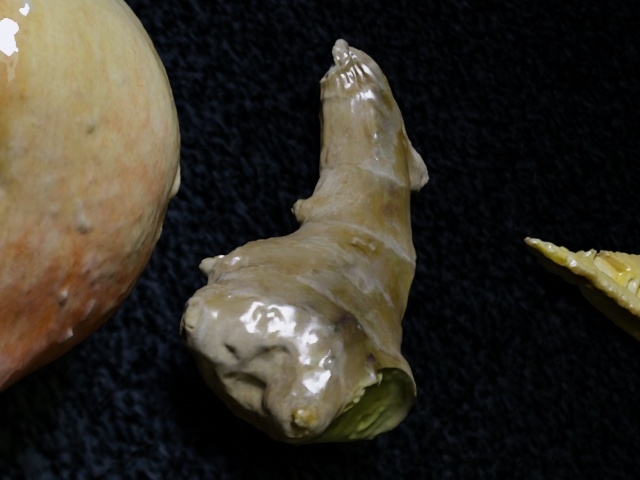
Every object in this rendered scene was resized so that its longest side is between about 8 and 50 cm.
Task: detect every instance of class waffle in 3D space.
[{"bbox_3d":[0.216,0.016,1.165,0.191,0.032,0.125,37,49,-12],"label":"waffle"}]

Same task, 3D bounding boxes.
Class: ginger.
[{"bbox_3d":[0.000,0.000,0.996,0.131,0.086,0.294,23,43,-11],"label":"ginger"}]

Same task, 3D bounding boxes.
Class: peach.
[{"bbox_3d":[-0.165,-0.028,0.806,0.232,0.232,0.232,18,53,-26],"label":"peach"}]
